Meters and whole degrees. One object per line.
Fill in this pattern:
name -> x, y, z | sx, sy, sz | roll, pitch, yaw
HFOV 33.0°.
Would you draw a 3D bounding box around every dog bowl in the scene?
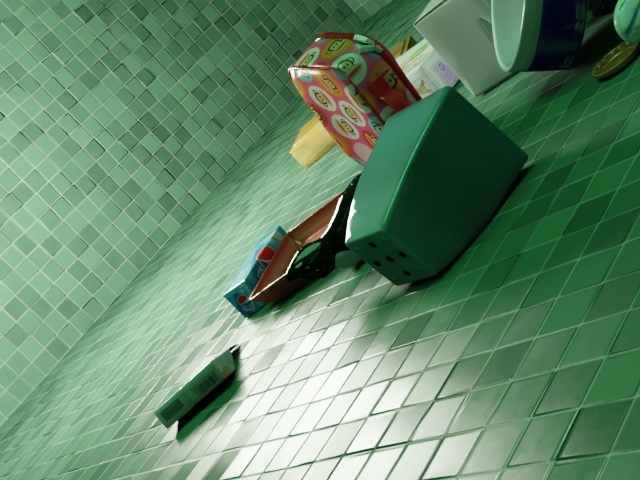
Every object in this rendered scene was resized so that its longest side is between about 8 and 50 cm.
dog bowl -> 0.359, -0.413, 1.789 | 0.104, 0.264, 0.265 | -1, 15, -2

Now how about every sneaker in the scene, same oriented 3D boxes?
sneaker -> 0.527, -0.375, 1.533 | 0.240, 0.091, 0.126 | -44, 13, -4

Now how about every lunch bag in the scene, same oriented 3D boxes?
lunch bag -> 0.097, -0.233, 1.920 | 0.120, 0.293, 0.258 | -48, 28, -13

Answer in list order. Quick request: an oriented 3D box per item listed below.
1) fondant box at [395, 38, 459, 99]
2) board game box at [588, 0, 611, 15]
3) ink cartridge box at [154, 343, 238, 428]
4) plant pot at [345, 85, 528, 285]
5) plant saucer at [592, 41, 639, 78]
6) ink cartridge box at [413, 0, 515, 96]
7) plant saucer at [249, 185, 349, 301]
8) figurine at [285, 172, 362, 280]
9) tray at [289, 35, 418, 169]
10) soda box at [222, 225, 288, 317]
fondant box -> 0.195, -0.354, 2.492 | 0.330, 0.096, 0.238 | -31, 17, 46
board game box -> 0.490, -0.536, 1.870 | 0.042, 0.165, 0.243 | -12, -38, -56
ink cartridge box -> -0.207, 0.256, 1.915 | 0.145, 0.045, 0.179 | -42, -6, 11
plant pot -> 0.147, -0.064, 1.546 | 0.165, 0.166, 0.234 | -23, 32, 58
plant saucer -> 0.446, -0.271, 1.621 | 0.083, 0.013, 0.083 | -41, 14, 12
ink cartridge box -> 0.351, -0.458, 2.107 | 0.197, 0.198, 0.270 | -31, 17, 43
plant saucer -> 0.000, 0.000, 2.048 | 0.258, 0.048, 0.259 | -36, 15, 30
figurine -> 0.055, -0.015, 1.742 | 0.209, 0.092, 0.215 | -43, -12, 22
tray -> 0.100, -0.373, 2.899 | 0.411, 0.076, 0.203 | -38, 14, 22
soda box -> -0.116, 0.060, 2.165 | 0.071, 0.067, 0.210 | -35, 16, 34
